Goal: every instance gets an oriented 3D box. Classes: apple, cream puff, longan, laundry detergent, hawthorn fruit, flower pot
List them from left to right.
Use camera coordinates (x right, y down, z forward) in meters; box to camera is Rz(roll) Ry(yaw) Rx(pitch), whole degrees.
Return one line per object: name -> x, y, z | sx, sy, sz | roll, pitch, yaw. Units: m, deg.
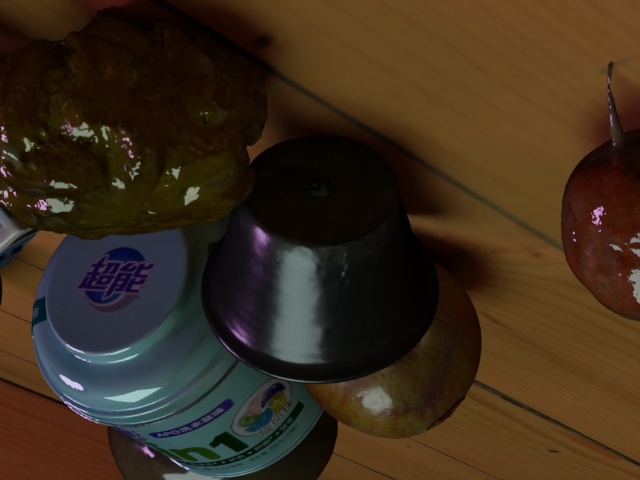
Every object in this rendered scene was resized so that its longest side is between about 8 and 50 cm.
cream puff -> -0.165, -0.086, 0.821 | 0.244, 0.196, 0.244 | 17, 161, 6
laundry detergent -> -0.164, 0.105, 1.171 | 0.287, 0.287, 0.305 | 7, 157, 27
longan -> -0.151, 0.272, 1.555 | 0.360, 0.361, 0.361 | 16, 159, 6
flower pot -> 0.000, 0.000, 0.922 | 0.235, 0.235, 0.148 | 14, 140, 12
apple -> 0.075, 0.114, 1.102 | 0.211, 0.211, 0.188 | 13, 166, 14
hawthorn fruit -> 0.238, -0.016, 0.737 | 0.189, 0.149, 0.149 | 28, 157, -27

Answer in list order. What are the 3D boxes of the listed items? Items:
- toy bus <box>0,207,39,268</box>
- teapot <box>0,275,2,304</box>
toy bus -> -0.379, -0.096, 0.889 | 0.297, 0.131, 0.106 | 54, -163, -6
teapot -> -0.663, 0.056, 1.618 | 0.312, 0.233, 0.315 | -22, 108, 50
